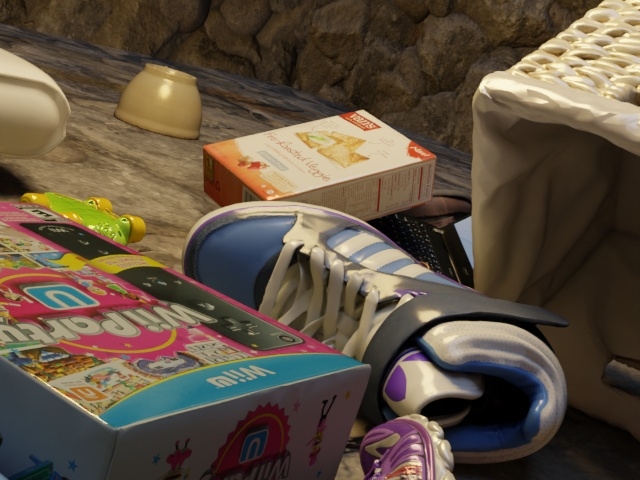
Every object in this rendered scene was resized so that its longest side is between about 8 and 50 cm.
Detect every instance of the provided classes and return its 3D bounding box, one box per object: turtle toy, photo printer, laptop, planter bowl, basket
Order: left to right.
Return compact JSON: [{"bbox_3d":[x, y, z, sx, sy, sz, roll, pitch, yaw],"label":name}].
[{"bbox_3d":[-0.441,-0.172,1.127,0.307,0.107,0.256,5,16,-46],"label":"photo printer"},{"bbox_3d":[-0.224,-0.005,0.926,0.130,0.066,0.095,25,14,37],"label":"turtle toy"},{"bbox_3d":[-0.287,-0.261,1.923,0.162,0.109,0.162,16,11,-3],"label":"planter bowl"},{"bbox_3d":[0.157,-0.017,1.216,0.264,0.137,0.234,22,25,-17],"label":"laptop"},{"bbox_3d":[0.337,-0.012,0.930,0.328,0.331,0.266,23,45,34],"label":"basket"}]

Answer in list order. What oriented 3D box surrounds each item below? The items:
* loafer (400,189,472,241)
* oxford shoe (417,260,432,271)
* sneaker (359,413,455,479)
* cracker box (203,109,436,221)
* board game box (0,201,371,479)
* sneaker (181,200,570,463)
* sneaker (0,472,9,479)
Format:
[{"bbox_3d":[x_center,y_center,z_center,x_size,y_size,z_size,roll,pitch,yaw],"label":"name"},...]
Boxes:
[{"bbox_3d":[0.143,-0.027,1.561,0.109,0.095,0.302,-11,-9,30],"label":"loafer"},{"bbox_3d":[0.096,0.062,0.993,0.212,0.076,0.076,24,18,-44],"label":"oxford shoe"},{"bbox_3d":[0.041,0.148,0.601,0.071,0.068,0.170,9,13,-8],"label":"sneaker"},{"bbox_3d":[-0.002,-0.079,1.233,0.232,0.067,0.155,-16,35,-29],"label":"cracker box"},{"bbox_3d":[-0.158,0.067,0.619,0.303,0.098,0.224,25,14,29],"label":"board game box"},{"bbox_3d":[0.036,0.066,0.804,0.322,0.130,0.236,22,7,-3],"label":"sneaker"},{"bbox_3d":[-0.190,0.103,0.472,0.209,0.069,0.082,20,8,16],"label":"sneaker"}]
